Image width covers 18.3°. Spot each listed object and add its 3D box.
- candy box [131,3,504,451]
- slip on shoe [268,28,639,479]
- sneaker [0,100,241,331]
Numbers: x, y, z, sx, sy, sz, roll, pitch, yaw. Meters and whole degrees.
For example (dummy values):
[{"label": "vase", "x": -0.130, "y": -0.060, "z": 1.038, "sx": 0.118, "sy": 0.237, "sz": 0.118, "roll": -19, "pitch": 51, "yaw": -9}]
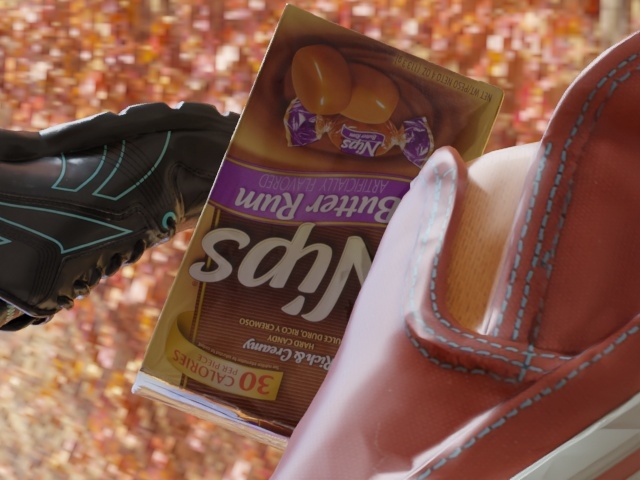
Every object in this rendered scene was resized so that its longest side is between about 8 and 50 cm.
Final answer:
[{"label": "candy box", "x": 0.000, "y": 0.000, "z": 0.888, "sx": 0.109, "sy": 0.053, "sz": 0.187, "roll": 21, "pitch": -107, "yaw": -3}, {"label": "slip on shoe", "x": 0.045, "y": 0.034, "z": 0.420, "sx": 0.331, "sy": 0.101, "sz": 0.123, "roll": -41, "pitch": -26, "yaw": -17}, {"label": "sneaker", "x": -0.133, "y": -0.007, "z": 0.976, "sx": 0.267, "sy": 0.101, "sz": 0.106, "roll": -4, "pitch": -106, "yaw": -27}]
